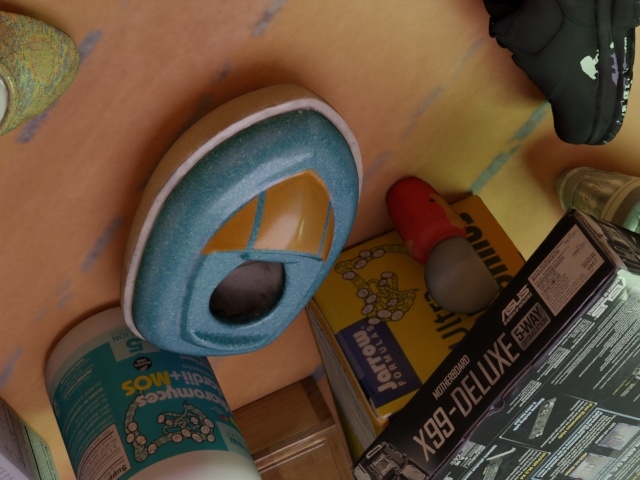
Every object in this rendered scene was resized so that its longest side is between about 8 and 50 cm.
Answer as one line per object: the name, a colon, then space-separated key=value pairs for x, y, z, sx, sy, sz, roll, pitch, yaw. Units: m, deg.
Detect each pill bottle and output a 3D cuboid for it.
pill bottle: x=-0.136 y=0.190 z=1.251 sx=0.146 sy=0.264 sz=0.146 roll=-16 pitch=138 yaw=-15

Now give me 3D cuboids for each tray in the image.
tray: x=-0.046 y=0.329 z=1.591 sx=0.203 sy=0.076 sz=0.411 roll=-24 pitch=138 yaw=-6

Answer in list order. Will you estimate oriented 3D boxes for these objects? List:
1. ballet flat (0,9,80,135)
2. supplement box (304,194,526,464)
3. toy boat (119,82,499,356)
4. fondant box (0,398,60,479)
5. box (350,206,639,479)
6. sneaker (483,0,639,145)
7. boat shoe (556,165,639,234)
ballet flat: x=-0.320 y=-0.092 z=0.976 sx=0.349 sy=0.123 sz=0.123 roll=-1 pitch=132 yaw=-29
supplement box: x=0.130 y=0.166 z=1.430 sx=0.195 sy=0.194 sz=0.356 roll=-24 pitch=139 yaw=-8
toy boat: x=0.000 y=0.000 z=1.224 sx=0.318 sy=0.148 sz=0.267 roll=1 pitch=129 yaw=-31
fondant box: x=-0.395 y=0.193 z=1.237 sx=0.238 sy=0.096 sz=0.330 roll=-30 pitch=138 yaw=0
box: x=0.211 y=0.135 z=1.244 sx=0.242 sy=0.076 sz=0.307 roll=17 pitch=119 yaw=-40
sneaker: x=0.199 y=-0.178 z=1.206 sx=0.130 sy=0.109 sz=0.286 roll=3 pitch=149 yaw=8
boat shoe: x=0.348 y=0.005 z=1.483 sx=0.320 sy=0.103 sz=0.118 roll=24 pitch=98 yaw=-49
